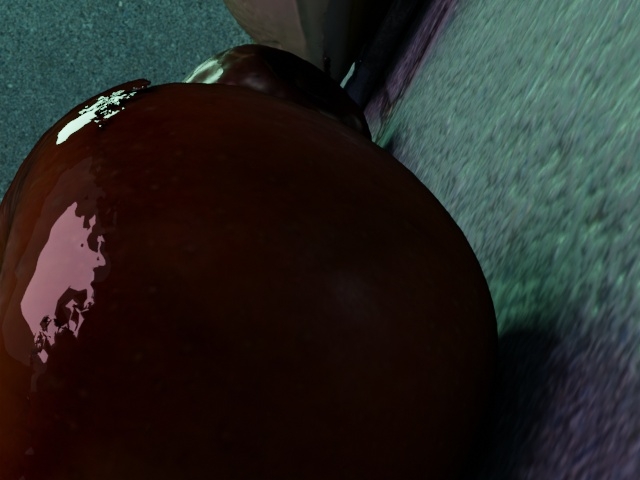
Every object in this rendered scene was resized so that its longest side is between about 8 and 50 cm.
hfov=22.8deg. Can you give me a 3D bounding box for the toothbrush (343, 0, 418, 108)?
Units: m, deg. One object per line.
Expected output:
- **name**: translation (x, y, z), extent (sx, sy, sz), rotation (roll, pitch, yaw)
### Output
- **toothbrush**: translation (0.085, -0.229, 1.331), extent (0.413, 0.042, 0.035), rotation (-61, 2, 40)

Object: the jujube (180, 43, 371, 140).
- **jujube**: translation (-0.094, 0.003, 1.226), extent (0.318, 0.223, 0.223), rotation (-54, 11, 20)

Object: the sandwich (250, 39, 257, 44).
- **sandwich**: translation (-0.046, -0.189, 1.846), extent (0.258, 0.096, 0.094), rotation (-129, 53, -82)

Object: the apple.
- **apple**: translation (-0.046, 0.066, 0.659), extent (0.251, 0.206, 0.272), rotation (-89, 20, -47)

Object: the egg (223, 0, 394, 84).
- **egg**: translation (-0.014, -0.315, 1.421), extent (0.337, 0.201, 0.337), rotation (18, -90, -82)
